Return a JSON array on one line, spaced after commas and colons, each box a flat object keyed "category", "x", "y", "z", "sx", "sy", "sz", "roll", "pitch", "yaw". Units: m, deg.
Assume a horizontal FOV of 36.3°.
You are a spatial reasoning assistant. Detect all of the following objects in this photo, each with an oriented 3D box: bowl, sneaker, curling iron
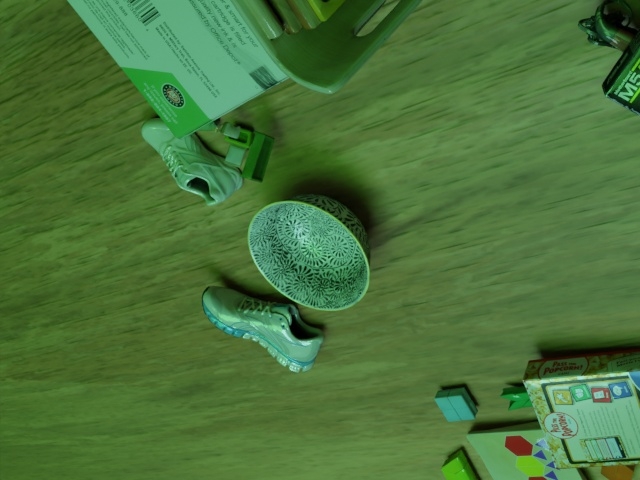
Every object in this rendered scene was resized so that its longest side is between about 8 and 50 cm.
[{"category": "bowl", "x": 0.000, "y": 0.000, "z": 1.240, "sx": 0.170, "sy": 0.080, "sz": 0.170, "roll": 17, "pitch": 132, "yaw": 20}, {"category": "sneaker", "x": -0.077, "y": 0.108, "z": 1.395, "sx": 0.190, "sy": 0.071, "sz": 0.083, "roll": 29, "pitch": 130, "yaw": -4}, {"category": "curling iron", "x": 0.367, "y": -0.150, "z": 0.912, "sx": 0.274, "sy": 0.068, "sz": 0.035, "roll": 28, "pitch": 134, "yaw": 1}, {"category": "sneaker", "x": -0.176, "y": -0.104, "z": 1.275, "sx": 0.152, "sy": 0.061, "sz": 0.054, "roll": 36, "pitch": 138, "yaw": 3}]

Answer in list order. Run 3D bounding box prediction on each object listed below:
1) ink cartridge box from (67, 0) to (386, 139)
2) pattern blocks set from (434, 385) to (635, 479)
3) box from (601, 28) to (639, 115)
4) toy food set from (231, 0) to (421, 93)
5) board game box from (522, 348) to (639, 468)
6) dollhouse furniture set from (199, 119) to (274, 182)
[{"category": "ink cartridge box", "x": -0.101, "y": -0.265, "z": 1.049, "sx": 0.289, "sy": 0.121, "sz": 0.211, "roll": -21, "pitch": 113, "yaw": 41}, {"category": "pattern blocks set", "x": 0.302, "y": 0.325, "z": 1.364, "sx": 0.285, "sy": 0.026, "sz": 0.325, "roll": -4, "pitch": 123, "yaw": 34}, {"category": "box", "x": 0.376, "y": -0.164, "z": 0.847, "sx": 0.184, "sy": 0.045, "sz": 0.191, "roll": 29, "pitch": 118, "yaw": -1}, {"category": "toy food set", "x": -0.008, "y": -0.311, "z": 0.848, "sx": 0.092, "sy": 0.220, "sz": 0.306, "roll": 8, "pitch": 141, "yaw": 51}, {"category": "board game box", "x": 0.363, "y": 0.207, "z": 1.193, "sx": 0.193, "sy": 0.045, "sz": 0.147, "roll": -10, "pitch": 115, "yaw": 29}, {"category": "dollhouse furniture set", "x": -0.134, "y": -0.122, "z": 1.212, "sx": 0.151, "sy": 0.076, "sz": 0.058, "roll": 20, "pitch": 92, "yaw": 19}]
